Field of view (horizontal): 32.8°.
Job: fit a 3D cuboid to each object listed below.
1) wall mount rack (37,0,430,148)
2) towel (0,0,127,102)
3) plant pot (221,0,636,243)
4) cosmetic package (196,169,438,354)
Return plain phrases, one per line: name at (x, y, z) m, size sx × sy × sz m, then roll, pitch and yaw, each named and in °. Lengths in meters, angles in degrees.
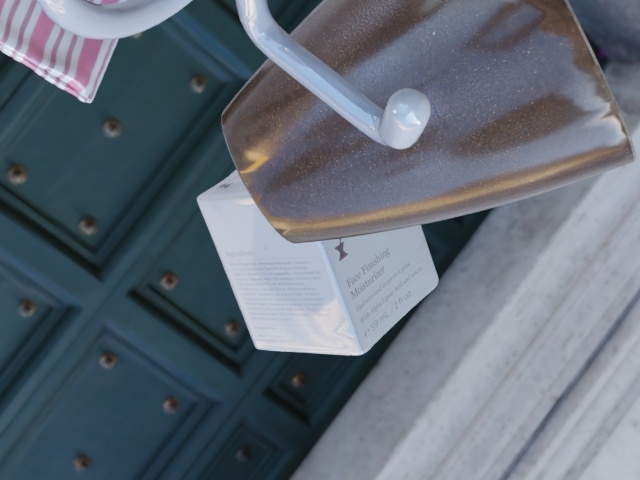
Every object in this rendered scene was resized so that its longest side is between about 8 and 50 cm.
wall mount rack at (0.065, -0.183, 0.329) m, size 0.130 × 0.350 × 0.304 m, roll 40°, pitch 166°, yaw 14°
towel at (-0.251, -0.231, 0.988) m, size 0.029 × 0.144 × 0.197 m, roll 7°, pitch 162°, yaw 41°
plant pot at (0.057, -0.097, 0.735) m, size 0.215 × 0.230 × 0.215 m, roll 58°, pitch -167°, yaw -22°
cosmetic package at (0.000, 0.000, 1.115) m, size 0.151 × 0.151 × 0.183 m, roll -2°, pitch 117°, yaw 41°
